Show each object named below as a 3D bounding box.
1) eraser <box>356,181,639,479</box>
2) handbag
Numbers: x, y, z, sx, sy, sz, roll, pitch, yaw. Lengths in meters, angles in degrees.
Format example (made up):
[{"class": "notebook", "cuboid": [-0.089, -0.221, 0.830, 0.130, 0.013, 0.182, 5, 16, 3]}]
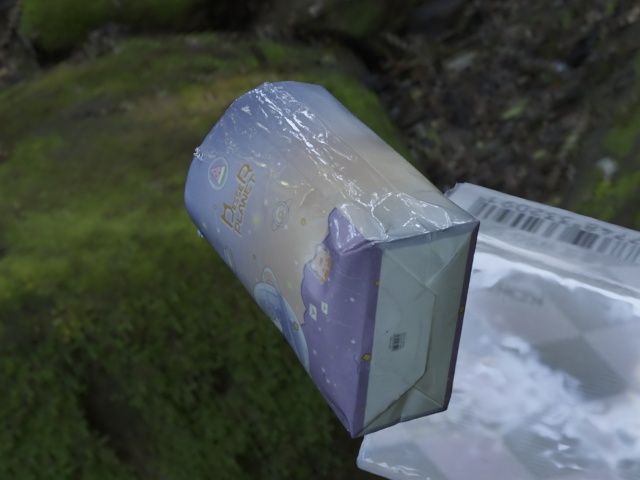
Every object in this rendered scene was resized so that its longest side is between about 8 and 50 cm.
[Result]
[{"class": "eraser", "cuboid": [0.239, 0.109, 1.048, 0.397, 0.213, 0.082, 16, 1, 20]}, {"class": "handbag", "cuboid": [0.000, 0.000, 0.757, 0.095, 0.117, 0.173, -10, 36, -25]}]
